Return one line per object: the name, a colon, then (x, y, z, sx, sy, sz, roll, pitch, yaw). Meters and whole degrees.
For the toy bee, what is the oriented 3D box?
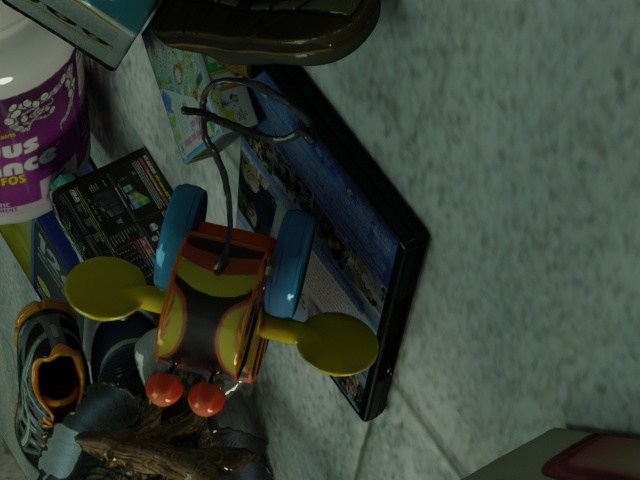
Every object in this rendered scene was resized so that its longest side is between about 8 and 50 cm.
toy bee: (-0.076, 0.039, 1.016, 0.195, 0.162, 0.298, 6, 156, 23)

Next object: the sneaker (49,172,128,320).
sneaker: (-0.191, -0.006, 1.477, 0.065, 0.076, 0.166, 45, 163, 46)

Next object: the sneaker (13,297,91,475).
sneaker: (-0.262, 0.167, 1.602, 0.083, 0.084, 0.215, -132, 31, -58)

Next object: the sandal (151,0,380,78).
sandal: (-0.029, -0.130, 0.943, 0.219, 0.090, 0.060, 20, 156, 53)

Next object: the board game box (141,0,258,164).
board game box: (-0.086, -0.114, 1.115, 0.154, 0.026, 0.103, 162, 90, -75)

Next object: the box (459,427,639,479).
box: (0.155, 0.190, 0.801, 0.149, 0.126, 0.232, 65, 161, -8)

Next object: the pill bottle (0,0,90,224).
pill bottle: (-0.289, -0.156, 1.395, 0.169, 0.169, 0.301, 53, 159, 24)

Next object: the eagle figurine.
eagle figurine: (-0.154, 0.227, 1.478, 0.298, 0.225, 0.226, 104, 142, -68)

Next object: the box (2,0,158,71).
box: (-0.159, -0.175, 1.088, 0.100, 0.060, 0.244, 32, 175, -10)

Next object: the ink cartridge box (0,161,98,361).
ink cartridge box: (-0.302, -0.046, 1.725, 0.304, 0.072, 0.307, 58, 162, 15)

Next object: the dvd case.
dvd case: (0.000, 0.000, 1.097, 0.180, 0.022, 0.253, 53, 158, 23)

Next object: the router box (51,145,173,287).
router box: (-0.163, -0.008, 1.388, 0.122, 0.092, 0.038, 58, 160, 13)

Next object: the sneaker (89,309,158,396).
sneaker: (-0.166, 0.209, 1.688, 0.131, 0.112, 0.319, -121, 19, -58)
